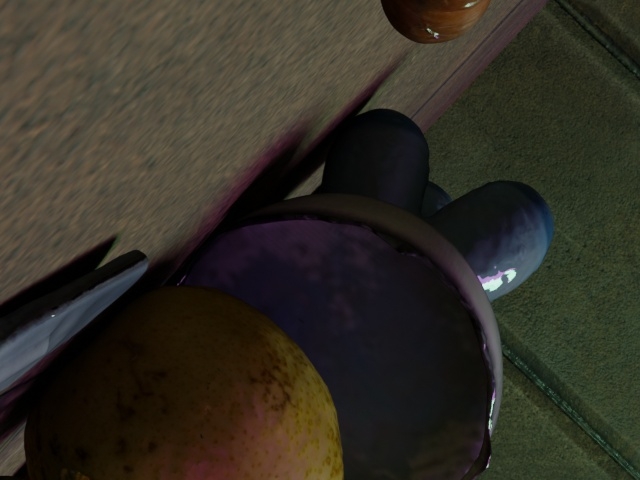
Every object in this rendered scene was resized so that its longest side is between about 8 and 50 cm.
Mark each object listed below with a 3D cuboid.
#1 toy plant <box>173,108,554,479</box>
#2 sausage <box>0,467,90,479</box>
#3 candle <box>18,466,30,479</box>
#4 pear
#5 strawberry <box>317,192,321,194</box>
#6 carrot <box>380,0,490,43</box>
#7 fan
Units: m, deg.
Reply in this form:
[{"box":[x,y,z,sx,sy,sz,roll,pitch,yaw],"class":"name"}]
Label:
[{"box":[0.045,0.032,0.843,0.247,0.247,0.332,-47,-178,29],"class":"toy plant"},{"box":[-0.223,0.241,0.518,0.347,0.123,0.123,-47,178,1],"class":"sausage"},{"box":[-0.262,0.250,0.923,0.301,0.059,0.084,-45,-169,14],"class":"candle"},{"box":[-0.071,0.115,0.637,0.178,0.178,0.178,-46,178,-2],"class":"pear"},{"box":[0.000,0.000,1.194,0.187,0.082,0.146,-52,-175,-13],"class":"strawberry"},{"box":[0.048,-0.108,0.381,0.047,0.047,0.191,-46,178,-6],"class":"carrot"},{"box":[-0.123,0.054,0.340,0.057,0.023,0.282,-38,-178,21],"class":"fan"}]
